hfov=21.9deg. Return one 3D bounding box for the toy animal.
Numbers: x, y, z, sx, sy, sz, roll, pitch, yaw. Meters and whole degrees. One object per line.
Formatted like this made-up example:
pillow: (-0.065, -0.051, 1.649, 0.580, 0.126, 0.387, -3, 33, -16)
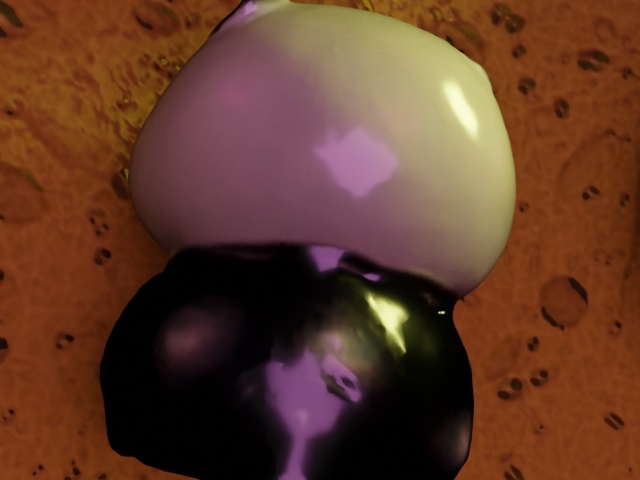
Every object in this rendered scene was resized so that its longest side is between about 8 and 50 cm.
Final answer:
toy animal: (-0.002, 0.004, 0.787, 0.187, 0.165, 0.235, 10, 83, -10)
